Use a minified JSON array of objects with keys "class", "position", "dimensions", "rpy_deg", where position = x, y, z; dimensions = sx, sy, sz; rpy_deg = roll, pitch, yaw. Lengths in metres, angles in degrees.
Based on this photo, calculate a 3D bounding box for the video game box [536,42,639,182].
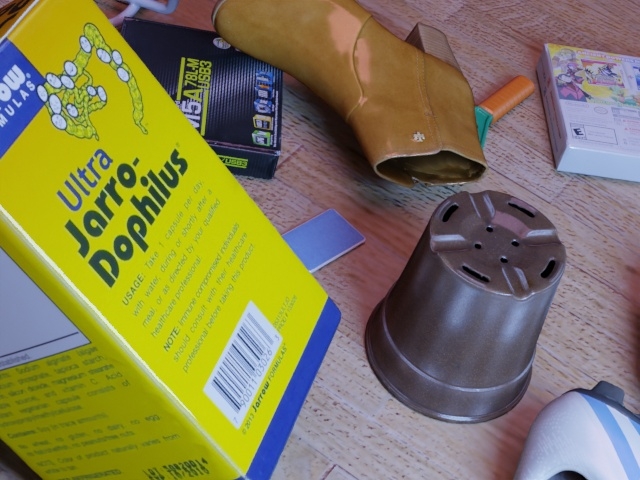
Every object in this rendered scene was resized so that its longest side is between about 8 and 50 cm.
[{"class":"video game box","position":[0.366,-0.146,1.434],"dimensions":[0.205,0.048,0.187],"rpy_deg":[8,49,-8]}]

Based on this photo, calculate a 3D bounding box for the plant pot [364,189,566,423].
[{"class":"plant pot","position":[0.138,0.053,1.110],"dimensions":[0.167,0.165,0.167],"rpy_deg":[7,48,-8]}]

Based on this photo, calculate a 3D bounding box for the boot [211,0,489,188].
[{"class":"boot","position":[0.035,-0.159,1.277],"dimensions":[0.295,0.104,0.211],"rpy_deg":[8,49,-20]}]

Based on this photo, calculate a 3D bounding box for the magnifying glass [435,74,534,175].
[{"class":"magnifying glass","position":[0.172,-0.131,1.386],"dimensions":[0.092,0.026,0.231],"rpy_deg":[37,52,19]}]

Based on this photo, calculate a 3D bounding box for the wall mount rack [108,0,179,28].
[{"class":"wall mount rack","position":[-0.264,-0.405,1.443],"dimensions":[0.304,0.130,0.350],"rpy_deg":[21,46,5]}]

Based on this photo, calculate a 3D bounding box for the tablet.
[{"class":"tablet","position":[0.000,0.000,1.230],"dimensions":[0.083,0.006,0.054],"rpy_deg":[-29,61,-35]}]

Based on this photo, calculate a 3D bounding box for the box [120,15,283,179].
[{"class":"box","position":[-0.134,-0.156,1.310],"dimensions":[0.184,0.045,0.191],"rpy_deg":[10,46,-10]}]

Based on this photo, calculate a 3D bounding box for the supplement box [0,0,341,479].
[{"class":"supplement box","position":[-0.180,0.020,0.909],"dimensions":[0.356,0.194,0.195],"rpy_deg":[52,41,-26]}]

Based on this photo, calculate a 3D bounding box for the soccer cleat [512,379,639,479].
[{"class":"soccer cleat","position":[0.312,0.259,1.023],"dimensions":[0.331,0.116,0.143],"rpy_deg":[33,64,18]}]
